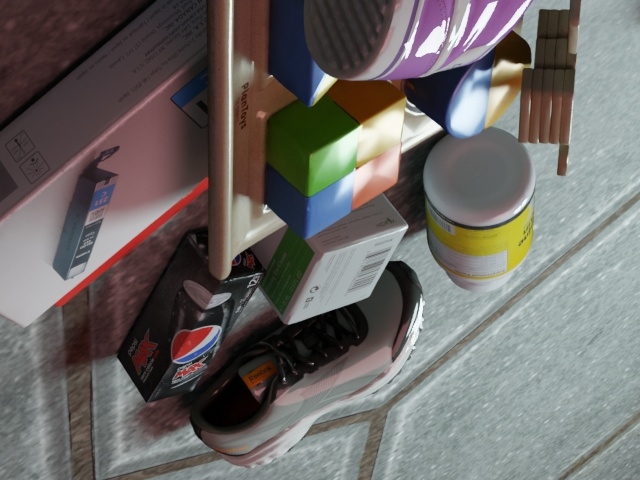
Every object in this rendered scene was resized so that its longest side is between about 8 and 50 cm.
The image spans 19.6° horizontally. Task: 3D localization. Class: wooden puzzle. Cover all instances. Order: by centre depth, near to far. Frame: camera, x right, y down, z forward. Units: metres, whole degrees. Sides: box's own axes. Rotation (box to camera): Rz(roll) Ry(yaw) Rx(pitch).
[{"bbox_3d":[0.059,-0.150,1.309,0.348,0.080,0.322,-36,150,-29],"label":"wooden puzzle"}]

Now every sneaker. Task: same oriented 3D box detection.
[{"bbox_3d":[0.091,-0.235,1.135,0.161,0.102,0.282,-6,124,-43],"label":"sneaker"},{"bbox_3d":[-0.011,0.119,1.791,0.271,0.100,0.108,-41,150,9],"label":"sneaker"}]

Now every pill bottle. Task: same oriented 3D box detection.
[{"bbox_3d":[0.150,-0.023,1.743,0.103,0.103,0.184,-32,156,-11],"label":"pill bottle"}]

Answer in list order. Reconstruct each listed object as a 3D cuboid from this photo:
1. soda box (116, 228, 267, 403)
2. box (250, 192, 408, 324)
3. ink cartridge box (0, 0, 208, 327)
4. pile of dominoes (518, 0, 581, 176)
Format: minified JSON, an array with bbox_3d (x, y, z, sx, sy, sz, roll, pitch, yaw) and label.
[{"bbox_3d":[-0.113,0.065,1.600,0.053,0.060,0.169,-12,146,-42],"label":"soda box"},{"bbox_3d":[0.000,0.000,1.603,0.102,0.087,0.101,-17,149,-36],"label":"box"},{"bbox_3d":[-0.126,-0.051,1.374,0.296,0.066,0.261,-39,155,4],"label":"ink cartridge box"},{"bbox_3d":[0.178,-0.191,1.398,0.040,0.251,0.196,4,143,7],"label":"pile of dominoes"}]
